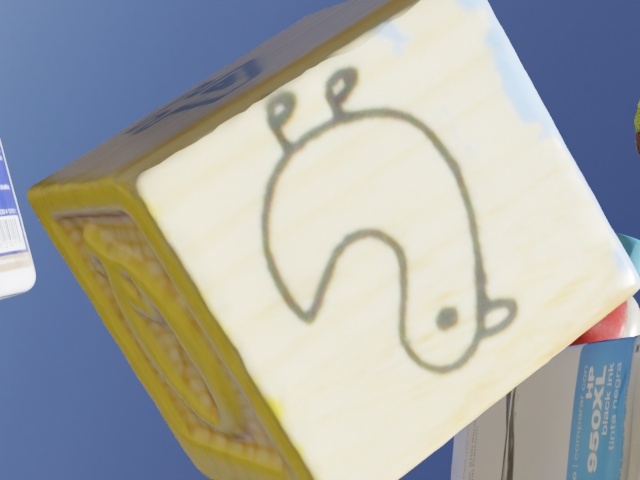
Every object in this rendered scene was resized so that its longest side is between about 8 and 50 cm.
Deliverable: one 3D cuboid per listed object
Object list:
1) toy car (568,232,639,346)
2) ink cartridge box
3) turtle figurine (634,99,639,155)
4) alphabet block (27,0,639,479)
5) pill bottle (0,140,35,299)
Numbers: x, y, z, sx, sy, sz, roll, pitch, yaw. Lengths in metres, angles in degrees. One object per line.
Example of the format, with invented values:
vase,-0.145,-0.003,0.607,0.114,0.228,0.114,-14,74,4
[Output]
toy car,0.208,0.069,1.676,0.219,0.238,0.210,-68,-162,-6
ink cartridge box,0.275,0.168,1.081,0.395,0.286,0.166,146,-51,-78
turtle figurine,0.339,-0.083,1.035,0.217,0.087,0.269,24,-101,34
alphabet block,0.000,0.000,0.769,0.197,0.192,0.193,-36,-169,-20
pill bottle,-0.348,-0.068,1.316,0.153,0.153,0.264,-17,-92,60
